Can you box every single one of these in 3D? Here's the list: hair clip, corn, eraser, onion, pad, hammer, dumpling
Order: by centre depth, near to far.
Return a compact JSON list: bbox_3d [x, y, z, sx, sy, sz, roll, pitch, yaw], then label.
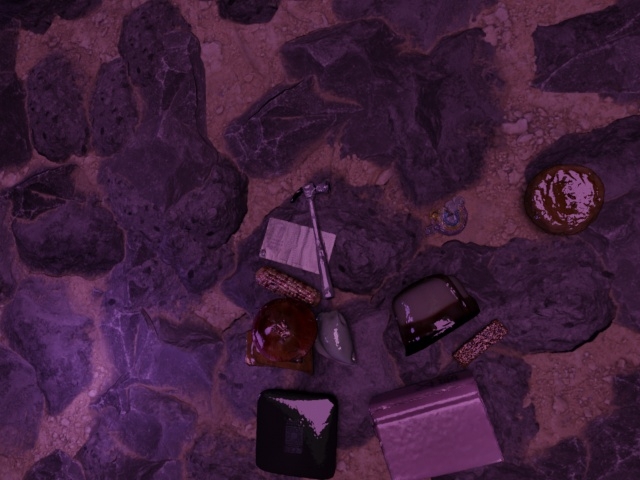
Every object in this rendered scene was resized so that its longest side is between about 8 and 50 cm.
[{"bbox_3d":[0.369,0.612,1.325,0.359,0.122,0.272,-20,86,10],"label":"eraser"},{"bbox_3d":[-0.130,0.290,1.346,0.230,0.163,0.229,-8,66,18],"label":"onion"},{"bbox_3d":[0.438,-0.070,1.384,0.172,0.049,0.116,-29,96,0],"label":"hair clip"},{"bbox_3d":[0.051,0.348,1.416,0.105,0.149,0.216,-24,89,-30],"label":"dumpling"},{"bbox_3d":[-0.117,0.167,1.454,0.253,0.086,0.086,24,92,10],"label":"corn"},{"bbox_3d":[0.000,0.000,1.457,0.152,0.044,0.426,-13,85,9],"label":"hammer"},{"bbox_3d":[-0.088,0.020,1.494,0.265,0.009,0.159,15,90,11],"label":"pad"}]

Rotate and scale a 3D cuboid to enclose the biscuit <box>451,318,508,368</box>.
[{"bbox_3d":[0.531,0.344,1.347,0.199,0.034,0.064,-42,80,6],"label":"biscuit"}]

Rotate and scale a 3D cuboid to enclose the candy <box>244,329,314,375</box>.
[{"bbox_3d":[-0.150,0.398,1.445,0.271,0.101,0.143,3,95,17],"label":"candy"}]

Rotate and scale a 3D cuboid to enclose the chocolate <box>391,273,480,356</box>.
[{"bbox_3d":[0.350,0.218,1.292,0.284,0.283,0.186,-34,66,7],"label":"chocolate"}]

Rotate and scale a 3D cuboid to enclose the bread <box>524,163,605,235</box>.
[{"bbox_3d":[0.764,-0.130,1.283,0.230,0.123,0.229,0,92,14],"label":"bread"}]

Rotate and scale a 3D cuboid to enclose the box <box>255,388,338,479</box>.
[{"bbox_3d":[-0.085,0.679,1.430,0.290,0.073,0.288,1,87,11],"label":"box"}]
